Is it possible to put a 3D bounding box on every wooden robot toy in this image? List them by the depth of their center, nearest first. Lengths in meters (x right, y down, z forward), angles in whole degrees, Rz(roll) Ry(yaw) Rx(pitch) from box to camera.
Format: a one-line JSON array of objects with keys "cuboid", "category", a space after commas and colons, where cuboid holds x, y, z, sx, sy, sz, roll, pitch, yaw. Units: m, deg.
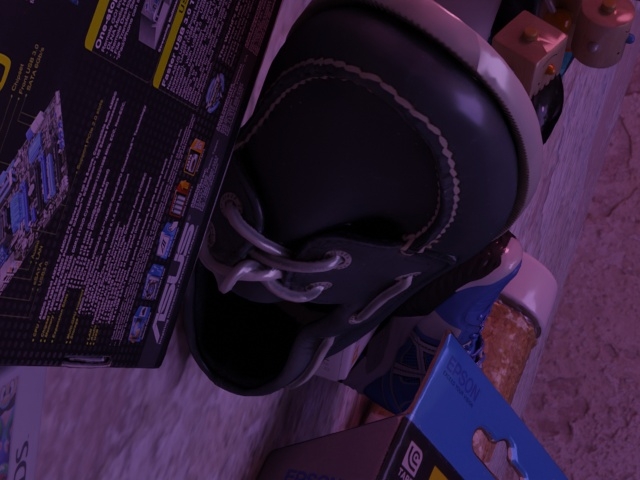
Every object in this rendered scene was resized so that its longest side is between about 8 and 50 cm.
[{"cuboid": [0.144, -0.124, 0.705, 0.079, 0.076, 0.173, 92, 24, -53], "category": "wooden robot toy"}]

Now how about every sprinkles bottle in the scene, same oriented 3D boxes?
[{"cuboid": [0.094, 0.171, 1.139, 0.121, 0.121, 0.355, 75, 37, -63], "category": "sprinkles bottle"}]

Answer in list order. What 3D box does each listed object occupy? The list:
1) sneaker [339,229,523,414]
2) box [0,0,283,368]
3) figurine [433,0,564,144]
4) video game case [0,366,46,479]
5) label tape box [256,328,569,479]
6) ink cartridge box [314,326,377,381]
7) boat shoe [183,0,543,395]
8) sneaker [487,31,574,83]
[{"cuboid": [0.092, 0.061, 0.947, 0.080, 0.081, 0.211, -49, 178, -40], "category": "sneaker"}, {"cuboid": [-0.070, -0.096, 0.397, 0.216, 0.060, 0.270, 20, 88, -74], "category": "box"}, {"cuboid": [0.098, -0.128, 0.770, 0.215, 0.092, 0.209, -38, 129, -57], "category": "figurine"}, {"cuboid": [-0.148, 0.124, 0.454, 0.157, 0.019, 0.143, -40, 145, -61], "category": "video game case"}, {"cuboid": [0.040, 0.260, 0.916, 0.240, 0.106, 0.333, 51, 55, -39], "category": "label tape box"}, {"cuboid": [0.049, -0.045, 0.882, 0.208, 0.045, 0.206, -51, 155, -50], "category": "ink cartridge box"}, {"cuboid": [0.000, 0.000, 0.558, 0.099, 0.116, 0.319, -52, 179, -20], "category": "boat shoe"}, {"cuboid": [0.137, -0.124, 0.986, 0.110, 0.107, 0.275, -58, 159, -33], "category": "sneaker"}]
